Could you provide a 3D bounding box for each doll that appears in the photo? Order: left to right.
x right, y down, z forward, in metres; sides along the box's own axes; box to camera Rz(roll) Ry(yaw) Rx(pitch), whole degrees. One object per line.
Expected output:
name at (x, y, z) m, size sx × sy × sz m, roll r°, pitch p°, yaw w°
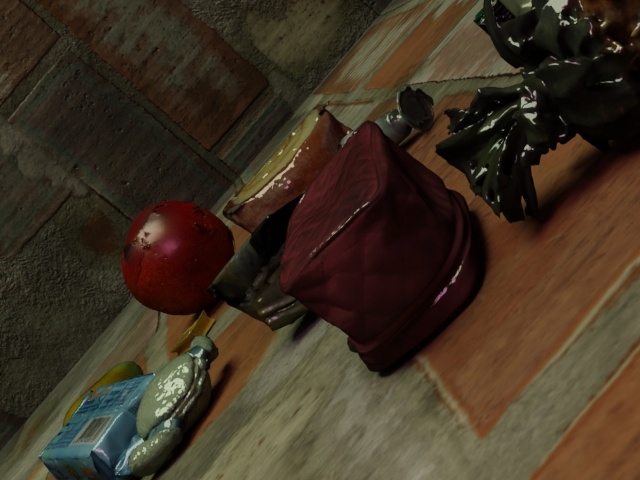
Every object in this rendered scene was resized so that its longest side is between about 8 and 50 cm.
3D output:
doll at (-0.185, 0.202, 1.217) m, size 0.103 × 0.071 × 0.214 m, roll -37°, pitch 21°, yaw 48°

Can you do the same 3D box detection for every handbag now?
handbag at (-0.215, 0.159, 1.597) m, size 0.083 × 0.027 × 0.061 m, roll -39°, pitch 16°, yaw 46°
handbag at (0.051, 0.001, 0.840) m, size 0.146 × 0.135 × 0.225 m, roll -45°, pitch 16°, yaw 18°

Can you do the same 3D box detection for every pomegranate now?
pomegranate at (-0.256, 0.038, 1.724) m, size 0.210 × 0.210 × 0.235 m, roll -56°, pitch -14°, yaw -31°

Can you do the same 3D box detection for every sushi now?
sushi at (-0.006, 0.007, 1.162) m, size 0.134 × 0.109 × 0.273 m, roll -47°, pitch -4°, yaw 33°

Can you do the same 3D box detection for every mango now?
mango at (-0.355, 0.273, 1.586) m, size 0.130 × 0.092 × 0.194 m, roll -40°, pitch 12°, yaw 38°

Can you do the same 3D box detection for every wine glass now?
wine glass at (0.092, -0.153, 1.354) m, size 0.155 × 0.072 × 0.072 m, roll -35°, pitch 18°, yaw 49°

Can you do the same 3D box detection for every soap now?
soap at (-0.299, 0.275, 1.364) m, size 0.293 × 0.077 × 0.156 m, roll -21°, pitch 28°, yaw 56°

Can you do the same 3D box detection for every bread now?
bread at (-0.030, -0.090, 1.472) m, size 0.244 × 0.123 × 0.190 m, roll -48°, pitch 13°, yaw 6°

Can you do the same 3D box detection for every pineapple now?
pineapple at (0.206, -0.152, 0.714) m, size 0.310 × 0.170 × 0.141 m, roll -49°, pitch -18°, yaw 24°

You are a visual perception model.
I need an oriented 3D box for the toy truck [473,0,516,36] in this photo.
toy truck at (0.270, -0.316, 1.224) m, size 0.147 × 0.065 × 0.079 m, roll -45°, pitch 8°, yaw 25°

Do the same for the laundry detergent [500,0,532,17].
laundry detergent at (0.312, -0.326, 1.027) m, size 0.253 × 0.091 × 0.181 m, roll -45°, pitch 13°, yaw 18°
